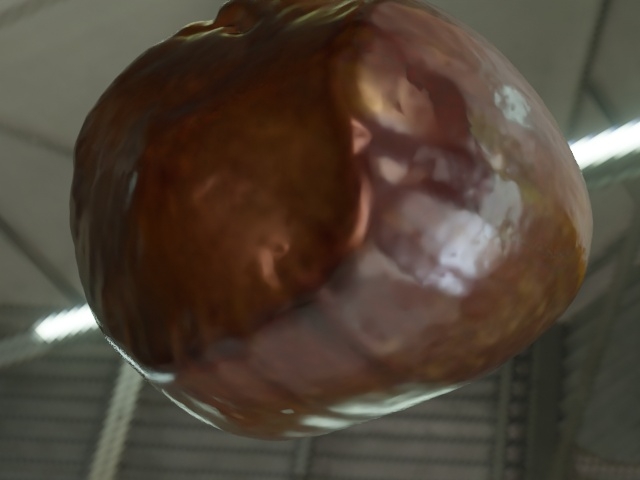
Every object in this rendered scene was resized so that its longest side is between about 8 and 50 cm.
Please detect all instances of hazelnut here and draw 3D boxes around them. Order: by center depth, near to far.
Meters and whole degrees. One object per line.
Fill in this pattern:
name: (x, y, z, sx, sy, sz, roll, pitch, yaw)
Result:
hazelnut: (0.000, 0.000, 0.770, 0.234, 0.218, 0.218, 4, -129, 47)
